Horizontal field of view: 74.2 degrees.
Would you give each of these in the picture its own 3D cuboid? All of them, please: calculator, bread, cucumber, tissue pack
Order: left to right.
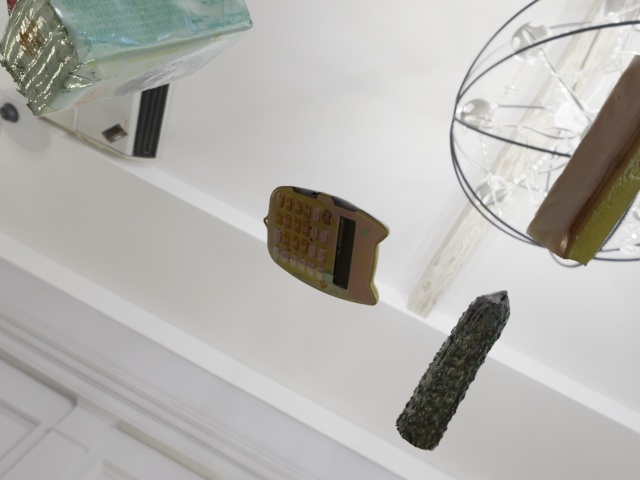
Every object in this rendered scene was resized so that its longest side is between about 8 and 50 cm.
[{"bbox_3d":[-0.364,-0.394,0.823,0.287,0.388,0.162,-9,-67,43],"label":"tissue pack"},{"bbox_3d":[0.000,0.000,0.648,0.236,0.033,0.157,22,-62,32],"label":"calculator"},{"bbox_3d":[0.279,0.252,0.860,0.096,0.096,0.359,29,-85,4],"label":"cucumber"},{"bbox_3d":[0.515,-0.139,0.751,0.077,0.138,0.361,20,-70,-10],"label":"bread"}]

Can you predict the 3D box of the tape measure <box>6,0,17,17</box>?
[{"bbox_3d":[-0.608,-0.539,1.054,0.258,0.265,0.130,-11,-76,-24],"label":"tape measure"}]
